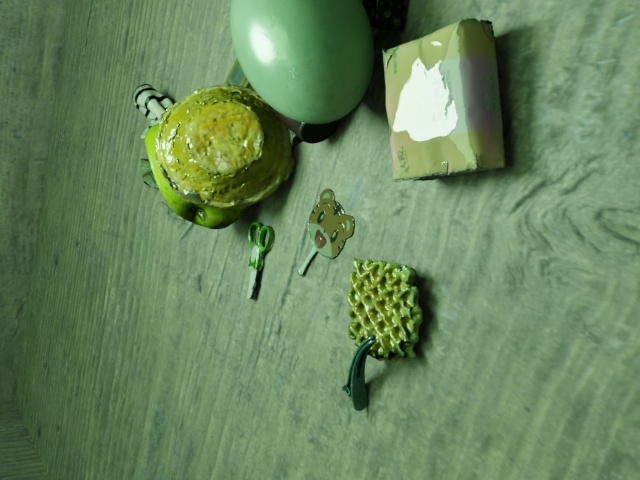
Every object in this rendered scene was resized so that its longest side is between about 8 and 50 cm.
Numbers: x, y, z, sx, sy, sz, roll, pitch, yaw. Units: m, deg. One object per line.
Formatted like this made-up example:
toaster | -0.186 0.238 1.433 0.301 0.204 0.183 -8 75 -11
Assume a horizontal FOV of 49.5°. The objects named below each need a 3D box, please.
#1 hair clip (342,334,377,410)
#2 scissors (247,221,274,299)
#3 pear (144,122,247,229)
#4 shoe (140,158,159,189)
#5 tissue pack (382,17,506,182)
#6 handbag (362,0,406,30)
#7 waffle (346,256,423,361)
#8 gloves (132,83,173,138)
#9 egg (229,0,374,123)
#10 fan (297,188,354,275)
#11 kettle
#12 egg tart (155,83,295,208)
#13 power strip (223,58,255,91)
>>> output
hair clip | 0.080 0.258 1.419 0.070 0.039 0.229 56 153 38
scissors | -0.169 0.056 1.829 0.101 0.027 0.204 22 104 52
pear | -0.292 -0.171 1.823 0.176 0.286 0.281 -21 71 30
shoe | -0.504 -0.206 2.228 0.275 0.103 0.098 17 104 58
tissue pack | 0.222 -0.241 1.250 0.215 0.123 0.256 -6 91 51
handbag | 0.121 -0.495 1.450 0.139 0.072 0.115 -151 63 -65
waffle | 0.130 0.142 1.409 0.223 0.054 0.203 7 94 55
gloves | -0.521 -0.400 2.257 0.218 0.131 0.140 47 126 6
egg | -0.039 -0.415 1.407 0.276 0.276 0.388 -40 66 44
fan | 0.000 0.000 1.623 0.152 0.008 0.226 56 129 37
kettle | -0.029 -0.342 1.597 0.202 0.144 0.232 -38 61 9
egg tart | -0.229 -0.233 1.675 0.132 0.342 0.341 155 114 -80
power strip | -0.228 -0.409 1.899 0.387 0.066 0.092 -51 53 38
